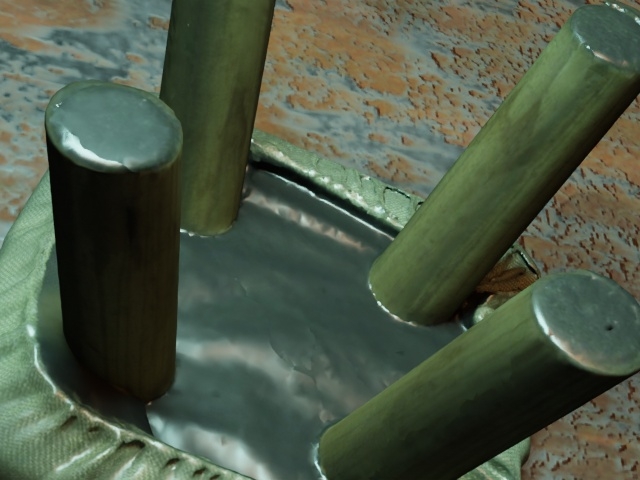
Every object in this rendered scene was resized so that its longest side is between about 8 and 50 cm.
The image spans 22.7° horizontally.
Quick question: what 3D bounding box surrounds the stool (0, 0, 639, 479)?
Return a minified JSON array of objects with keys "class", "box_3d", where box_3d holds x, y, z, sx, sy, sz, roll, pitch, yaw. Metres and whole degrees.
[{"class":"stool","box_3d":[0.000,0.000,0.808,0.310,0.226,0.310,21,44,-4]}]
